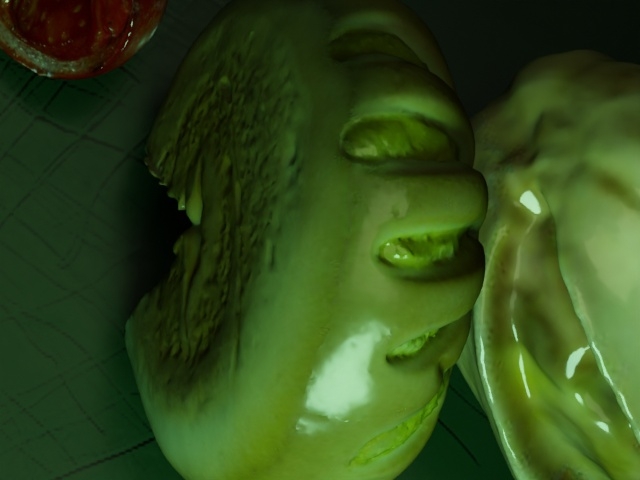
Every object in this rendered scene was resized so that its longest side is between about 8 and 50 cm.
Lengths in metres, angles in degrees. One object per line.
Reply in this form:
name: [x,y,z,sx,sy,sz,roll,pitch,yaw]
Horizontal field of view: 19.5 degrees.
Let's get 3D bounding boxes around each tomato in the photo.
tomato: [-0.151,-0.188,1.203,0.091,0.139,0.159,-28,112,-57]

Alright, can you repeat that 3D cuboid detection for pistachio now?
pistachio: [0.186,0.036,1.202,0.238,0.229,0.321,-17,94,-49]

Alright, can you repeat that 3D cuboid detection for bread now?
bread: [0.000,0.000,1.125,0.160,0.333,0.333,11,78,-28]
